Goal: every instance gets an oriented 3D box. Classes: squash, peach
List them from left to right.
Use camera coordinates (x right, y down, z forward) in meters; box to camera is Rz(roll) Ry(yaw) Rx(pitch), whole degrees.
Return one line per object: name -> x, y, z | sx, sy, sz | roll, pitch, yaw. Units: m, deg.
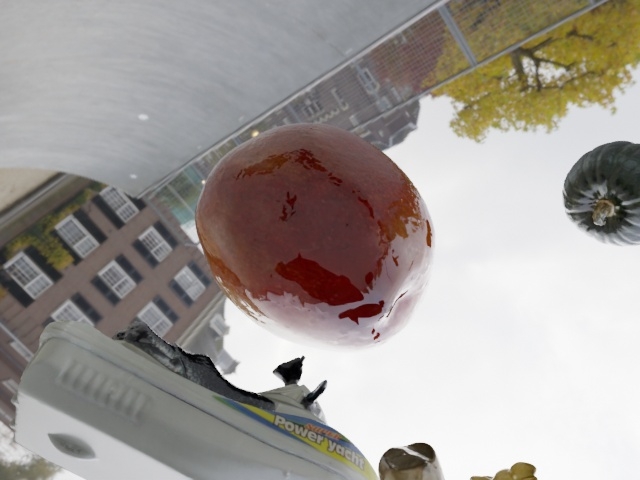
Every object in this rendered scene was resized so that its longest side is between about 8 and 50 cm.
peach -> 0.000, 0.000, 0.714 | 0.308, 0.307, 0.332 | -40, -139, -9
squash -> 0.583, -0.090, 1.067 | 0.173, 0.217, 0.218 | -2, 175, -36

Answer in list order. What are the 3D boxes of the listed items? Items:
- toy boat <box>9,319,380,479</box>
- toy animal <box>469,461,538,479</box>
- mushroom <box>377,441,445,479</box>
toy boat -> -0.077, 0.139, 0.407 | 0.141, 0.270, 0.140 | -161, -90, -75
toy animal -> 0.249, 0.346, 0.742 | 0.159, 0.070, 0.083 | -57, -139, 41
mushroom -> 0.099, 0.294, 0.483 | 0.208, 0.215, 0.207 | -15, 167, -3
